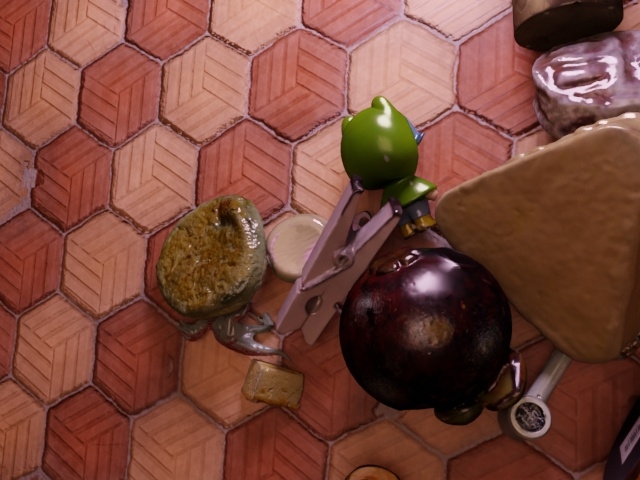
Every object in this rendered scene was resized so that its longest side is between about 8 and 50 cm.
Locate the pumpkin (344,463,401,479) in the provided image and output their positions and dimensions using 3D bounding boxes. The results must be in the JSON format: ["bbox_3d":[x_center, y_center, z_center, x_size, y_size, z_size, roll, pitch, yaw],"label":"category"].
[{"bbox_3d":[0.085,0.493,1.017,0.118,0.108,0.184,16,80,10],"label":"pumpkin"}]

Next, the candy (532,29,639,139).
[{"bbox_3d":[0.505,-0.253,0.945,0.289,0.157,0.214,2,52,18],"label":"candy"}]

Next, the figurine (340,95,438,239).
[{"bbox_3d":[0.134,-0.133,1.062,0.162,0.143,0.264,-25,89,48],"label":"figurine"}]

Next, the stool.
[{"bbox_3d":[0.428,-0.496,1.001,0.179,0.179,0.265,-2,83,16],"label":"stool"}]

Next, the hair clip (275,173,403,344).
[{"bbox_3d":[0.026,0.045,1.047,0.101,0.085,0.331,23,114,-16],"label":"hair clip"}]

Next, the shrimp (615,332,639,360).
[{"bbox_3d":[0.532,0.131,0.970,0.161,0.034,0.091,-47,73,7],"label":"shrimp"}]

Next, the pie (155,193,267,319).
[{"bbox_3d":[-0.220,0.036,1.153,0.276,0.078,0.277,-15,63,31],"label":"pie"}]

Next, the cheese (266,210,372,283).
[{"bbox_3d":[0.000,0.000,1.122,0.227,0.064,0.137,-23,81,13],"label":"cheese"}]

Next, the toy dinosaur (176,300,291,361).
[{"bbox_3d":[-0.170,0.196,1.153,0.242,0.053,0.167,40,96,16],"label":"toy dinosaur"}]

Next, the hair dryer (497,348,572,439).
[{"bbox_3d":[0.395,0.236,0.962,0.073,0.131,0.236,37,80,20],"label":"hair dryer"}]

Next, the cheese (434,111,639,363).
[{"bbox_3d":[0.393,-0.035,0.883,0.383,0.104,0.384,23,123,41],"label":"cheese"}]

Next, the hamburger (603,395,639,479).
[{"bbox_3d":[0.575,0.318,0.788,0.250,0.330,0.330,30,92,23],"label":"hamburger"}]

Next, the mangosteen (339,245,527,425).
[{"bbox_3d":[0.181,0.156,0.944,0.310,0.311,0.312,-2,83,16],"label":"mangosteen"}]

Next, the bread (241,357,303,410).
[{"bbox_3d":[-0.091,0.287,1.139,0.109,0.080,0.084,16,87,-18],"label":"bread"}]
